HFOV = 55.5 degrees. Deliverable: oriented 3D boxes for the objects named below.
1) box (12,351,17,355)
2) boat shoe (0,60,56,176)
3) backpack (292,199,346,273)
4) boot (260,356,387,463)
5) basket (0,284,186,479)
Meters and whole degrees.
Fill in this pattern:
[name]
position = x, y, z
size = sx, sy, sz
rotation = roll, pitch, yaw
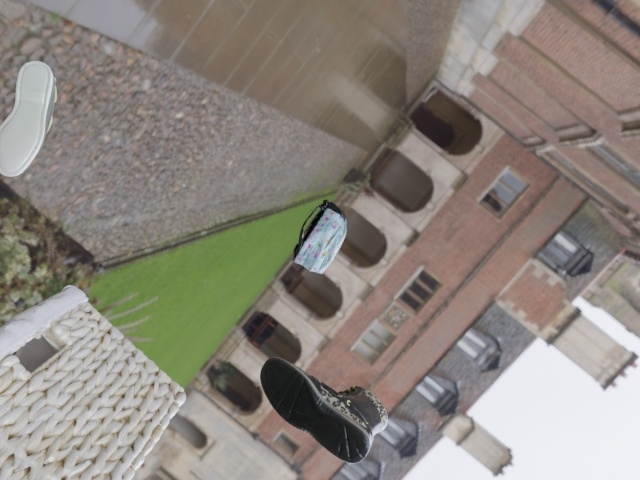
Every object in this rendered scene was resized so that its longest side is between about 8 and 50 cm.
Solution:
[box]
position = -0.719, 0.455, 1.539
size = 0.212, 0.396, 0.293
rotation = 19, -81, 55
[boat shoe]
position = -0.748, -0.302, 1.559
size = 0.091, 0.109, 0.304
rotation = 149, -47, -77
[backpack]
position = 0.000, 0.000, 1.657
size = 0.182, 0.115, 0.152
rotation = -60, 173, -39
[boot]
position = 0.012, 0.294, 1.115
size = 0.085, 0.236, 0.179
rotation = -57, 162, 11
[basket]
position = -0.427, 0.302, 0.871
size = 0.331, 0.266, 0.328
rotation = -45, -175, 17
